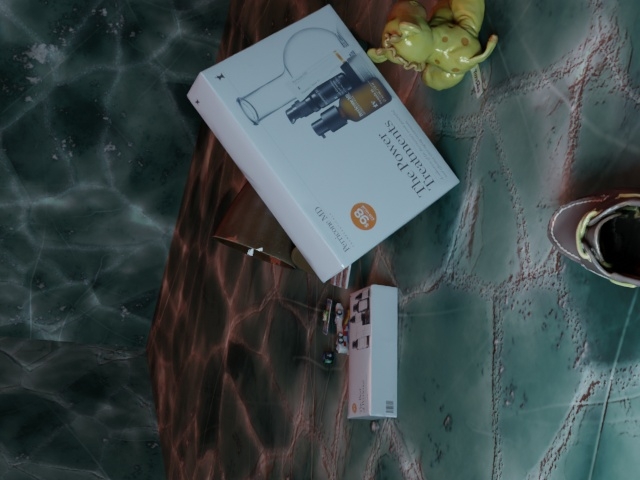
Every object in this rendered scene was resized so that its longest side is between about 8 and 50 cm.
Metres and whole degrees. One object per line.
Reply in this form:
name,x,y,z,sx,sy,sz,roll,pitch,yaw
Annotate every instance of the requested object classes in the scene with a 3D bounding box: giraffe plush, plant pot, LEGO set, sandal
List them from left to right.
plant pot,-0.119,-0.075,2.106,0.215,0.215,0.230,2,69,69
sandal,0.005,0.004,1.918,0.079,0.088,0.240,-53,-1,-22
LEGO set,0.049,0.143,1.810,0.182,0.060,0.244,-179,98,-81
giraffe plush,0.173,-0.334,1.454,0.210,0.171,0.181,-102,29,-41

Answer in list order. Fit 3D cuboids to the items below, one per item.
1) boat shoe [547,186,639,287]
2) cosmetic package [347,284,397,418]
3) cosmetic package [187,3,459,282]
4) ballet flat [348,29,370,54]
boat shoe,0.353,-0.003,0.986,0.324,0.097,0.116,-154,73,-68
cosmetic package,0.095,0.209,1.616,0.099,0.060,0.239,146,128,-64
cosmetic package,0.009,-0.165,1.424,0.377,0.284,0.097,53,153,1
ballet flat,0.065,-0.418,1.926,0.213,0.072,0.068,-117,13,-57
